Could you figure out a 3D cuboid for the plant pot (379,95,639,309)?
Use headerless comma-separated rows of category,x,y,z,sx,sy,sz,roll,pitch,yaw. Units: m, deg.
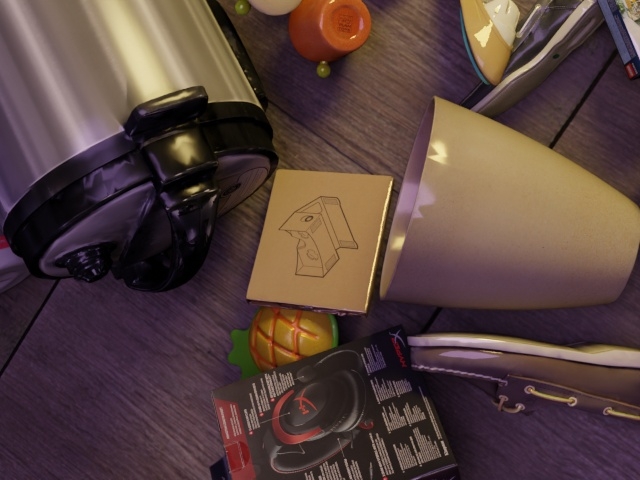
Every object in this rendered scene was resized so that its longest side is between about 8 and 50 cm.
plant pot,0.235,-0.016,1.354,0.274,0.256,0.256,15,94,-2

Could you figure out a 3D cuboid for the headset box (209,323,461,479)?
headset box,0.004,0.259,1.382,0.293,0.110,0.218,-20,49,-1

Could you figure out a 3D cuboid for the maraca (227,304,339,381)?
maraca,-0.051,0.139,1.491,0.186,0.099,0.127,-34,71,30

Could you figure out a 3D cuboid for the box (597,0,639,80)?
box,0.449,-0.303,1.329,0.233,0.044,0.159,-20,84,-10

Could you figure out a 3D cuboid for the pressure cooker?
pressure cooker,-0.261,-0.136,1.408,0.376,0.370,0.420,-31,79,17

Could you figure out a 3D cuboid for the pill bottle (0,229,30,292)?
pill bottle,-0.546,-0.070,1.584,0.176,0.176,0.318,-29,83,14

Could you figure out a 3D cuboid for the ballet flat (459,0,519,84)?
ballet flat,0.207,-0.295,1.379,0.073,0.080,0.232,-28,51,25

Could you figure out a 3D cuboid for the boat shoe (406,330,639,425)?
boat shoe,0.262,0.167,1.356,0.325,0.116,0.096,6,91,-10

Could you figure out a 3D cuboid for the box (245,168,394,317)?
box,0.000,0.000,1.466,0.165,0.021,0.201,5,64,15

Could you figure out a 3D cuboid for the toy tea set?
toy tea set,0.026,-0.387,1.463,0.200,0.124,0.336,40,81,-22

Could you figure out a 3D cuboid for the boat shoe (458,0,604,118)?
boat shoe,0.258,-0.241,1.410,0.233,0.084,0.079,-46,68,20
